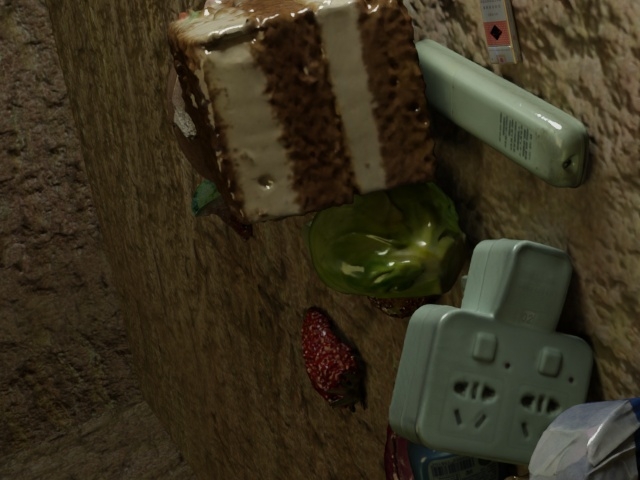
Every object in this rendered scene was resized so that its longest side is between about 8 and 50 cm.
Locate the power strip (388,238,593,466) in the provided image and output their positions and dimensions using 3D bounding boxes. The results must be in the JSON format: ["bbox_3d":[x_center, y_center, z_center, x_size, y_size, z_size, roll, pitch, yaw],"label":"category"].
[{"bbox_3d":[0.207,0.130,1.145,0.141,0.230,0.260,3,80,65],"label":"power strip"}]

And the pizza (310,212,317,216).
[{"bbox_3d":[0.019,-0.069,1.472,0.188,0.081,0.204,117,143,-64],"label":"pizza"}]

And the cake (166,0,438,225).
[{"bbox_3d":[-0.025,-0.187,1.210,0.255,0.291,0.281,-127,21,-67],"label":"cake"}]

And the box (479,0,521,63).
[{"bbox_3d":[0.204,-0.243,1.067,0.046,0.012,0.083,16,124,59],"label":"box"}]

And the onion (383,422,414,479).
[{"bbox_3d":[0.174,0.391,1.574,0.250,0.111,0.247,33,141,55],"label":"onion"}]

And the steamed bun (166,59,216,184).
[{"bbox_3d":[-0.151,-0.230,1.595,0.251,0.199,0.301,-4,107,65],"label":"steamed bun"}]

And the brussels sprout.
[{"bbox_3d":[0.088,-0.005,1.288,0.223,0.223,0.161,35,146,51],"label":"brussels sprout"}]

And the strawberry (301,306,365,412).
[{"bbox_3d":[0.003,0.240,1.827,0.208,0.087,0.167,47,150,42],"label":"strawberry"}]

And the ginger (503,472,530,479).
[{"bbox_3d":[0.301,0.430,1.310,0.152,0.138,0.267,-10,115,52],"label":"ginger"}]

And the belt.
[{"bbox_3d":[0.365,0.333,0.989,0.346,0.213,0.117,62,158,2],"label":"belt"}]

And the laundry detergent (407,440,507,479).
[{"bbox_3d":[0.224,0.404,1.433,0.094,0.144,0.289,-129,24,-64],"label":"laundry detergent"}]

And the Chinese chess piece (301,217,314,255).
[{"bbox_3d":[0.000,0.000,1.687,0.084,0.034,0.084,46,150,37],"label":"Chinese chess piece"}]

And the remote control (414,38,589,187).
[{"bbox_3d":[0.200,-0.155,1.119,0.309,0.038,0.090,42,147,46],"label":"remote control"}]

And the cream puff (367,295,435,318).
[{"bbox_3d":[0.112,0.057,1.439,0.149,0.084,0.149,48,152,36],"label":"cream puff"}]

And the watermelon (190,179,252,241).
[{"bbox_3d":[-0.186,-0.089,1.995,0.158,0.121,0.098,30,-161,-35],"label":"watermelon"}]
